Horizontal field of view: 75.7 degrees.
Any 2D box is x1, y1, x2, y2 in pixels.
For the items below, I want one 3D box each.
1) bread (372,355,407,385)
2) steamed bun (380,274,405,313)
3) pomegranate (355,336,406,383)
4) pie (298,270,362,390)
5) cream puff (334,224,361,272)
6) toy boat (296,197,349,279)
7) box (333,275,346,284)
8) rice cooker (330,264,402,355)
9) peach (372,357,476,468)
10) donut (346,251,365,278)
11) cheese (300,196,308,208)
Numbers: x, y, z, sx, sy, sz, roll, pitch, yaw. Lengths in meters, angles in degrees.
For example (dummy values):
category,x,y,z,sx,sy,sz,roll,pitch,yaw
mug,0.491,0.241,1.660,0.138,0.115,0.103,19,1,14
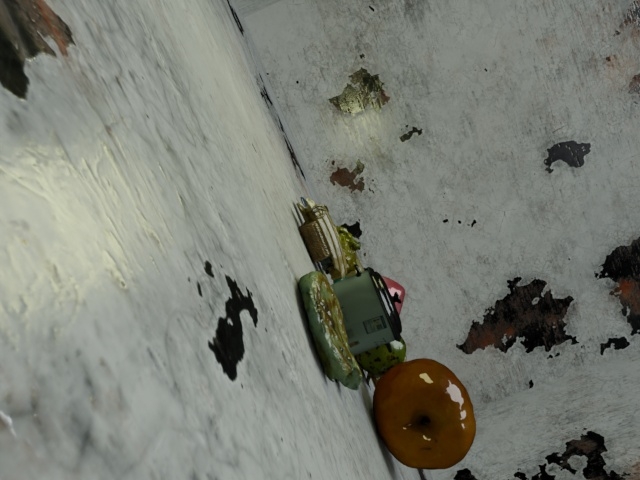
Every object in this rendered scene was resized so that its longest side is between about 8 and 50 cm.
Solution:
category,x,y,z,sx,sy,sz,roll,pitch,yaw
bread,0.315,0.589,1.976,0.389,0.182,0.236,70,18,-77
steamed bun,0.250,0.282,1.862,0.309,0.309,0.310,-22,90,-85
pomegranate,0.225,0.425,1.553,0.198,0.198,0.246,-106,180,-51
pie,0.023,0.213,1.000,0.302,0.066,0.303,-23,90,-83
cream puff,0.099,0.031,1.956,0.282,0.185,0.282,-19,90,-86
toy boat,0.000,0.000,1.448,0.089,0.115,0.311,-10,-76,51
box,0.080,0.189,1.577,0.162,0.041,0.230,59,24,-68
rice cooker,0.134,0.214,1.248,0.241,0.226,0.281,-16,84,-85
peach,0.339,0.567,1.359,0.302,0.342,0.343,56,12,-79
donut,0.180,0.211,2.205,0.371,0.150,0.308,-103,169,-62
cheese,-0.018,-0.034,1.586,0.189,0.074,0.286,-56,124,-85
